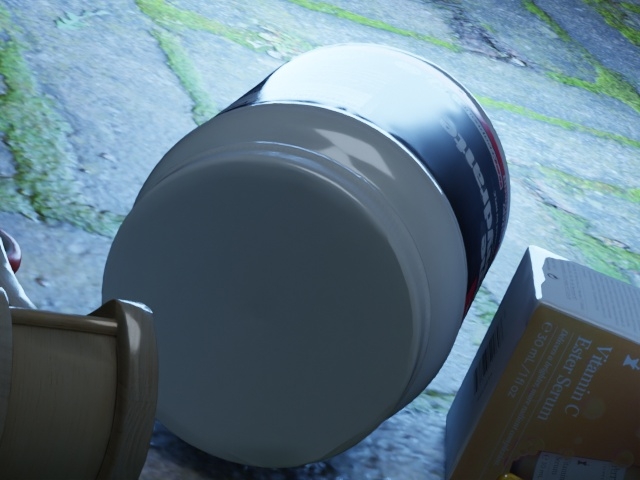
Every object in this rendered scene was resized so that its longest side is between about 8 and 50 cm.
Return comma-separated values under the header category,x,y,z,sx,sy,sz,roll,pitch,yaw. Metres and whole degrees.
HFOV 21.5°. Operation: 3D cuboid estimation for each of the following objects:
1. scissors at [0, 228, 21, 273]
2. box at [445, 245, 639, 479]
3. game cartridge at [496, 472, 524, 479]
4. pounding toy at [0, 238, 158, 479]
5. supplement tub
category,x,y,z,sx,sy,sz,roll,pitch,yaw
scissors,-0.317,-0.039,0.983,0.297,0.021,0.109,25,24,6
box,0.176,0.102,0.996,0.170,0.130,0.091,21,20,-4
game cartridge,0.203,0.194,0.733,0.285,0.053,0.323,30,-1,4
pounding toy,-0.172,0.067,0.693,0.155,0.154,0.269,9,25,-33
supplement tub,0.000,0.000,0.972,0.191,0.191,0.272,26,22,5
